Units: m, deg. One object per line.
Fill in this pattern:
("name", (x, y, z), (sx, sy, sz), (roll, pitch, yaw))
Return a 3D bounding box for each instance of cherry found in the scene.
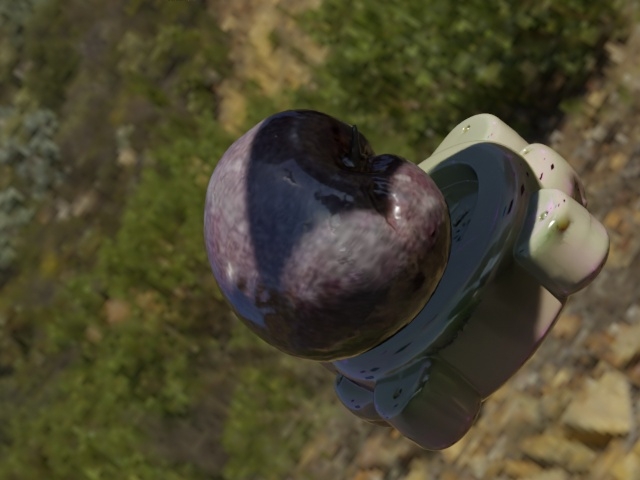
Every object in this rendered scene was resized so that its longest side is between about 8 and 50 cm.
("cherry", (-0.004, 0.000, 1.141), (0.140, 0.176, 0.176), (-39, -20, -55))

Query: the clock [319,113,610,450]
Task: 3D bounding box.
("clock", (0.114, 0.036, 1.484), (0.284, 0.114, 0.309), (-49, 19, 4))
